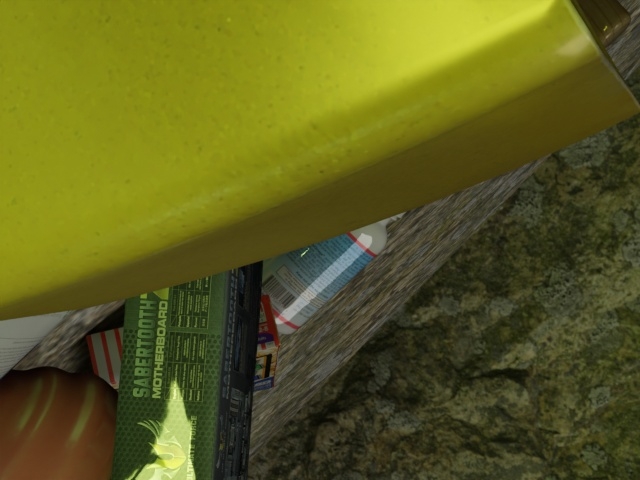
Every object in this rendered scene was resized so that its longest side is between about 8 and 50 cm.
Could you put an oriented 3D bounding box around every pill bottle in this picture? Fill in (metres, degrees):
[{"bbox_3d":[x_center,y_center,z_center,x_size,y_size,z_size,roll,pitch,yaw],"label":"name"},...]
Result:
[{"bbox_3d":[0.000,0.000,1.378,0.160,0.087,0.087,-43,171,7],"label":"pill bottle"}]

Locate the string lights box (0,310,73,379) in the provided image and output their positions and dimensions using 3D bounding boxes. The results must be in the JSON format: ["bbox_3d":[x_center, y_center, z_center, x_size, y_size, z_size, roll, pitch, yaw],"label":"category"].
[{"bbox_3d":[-0.246,0.088,0.762,0.260,0.077,0.133,-43,171,3],"label":"string lights box"}]

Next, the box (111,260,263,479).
[{"bbox_3d":[-0.071,0.043,0.914,0.059,0.232,0.183,3,172,3],"label":"box"}]

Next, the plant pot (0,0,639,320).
[{"bbox_3d":[-0.050,-0.084,0.442,0.187,0.212,0.212,-31,174,12],"label":"plant pot"}]

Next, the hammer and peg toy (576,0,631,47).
[{"bbox_3d":[0.240,-0.281,0.965,0.266,0.127,0.361,-37,169,-22],"label":"hammer and peg toy"}]

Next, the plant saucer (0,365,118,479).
[{"bbox_3d":[-0.251,0.186,0.906,0.332,0.084,0.332,-40,-165,13],"label":"plant saucer"}]

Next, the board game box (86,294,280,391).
[{"bbox_3d":[-0.110,0.101,1.317,0.147,0.045,0.193,-12,166,-7],"label":"board game box"}]
